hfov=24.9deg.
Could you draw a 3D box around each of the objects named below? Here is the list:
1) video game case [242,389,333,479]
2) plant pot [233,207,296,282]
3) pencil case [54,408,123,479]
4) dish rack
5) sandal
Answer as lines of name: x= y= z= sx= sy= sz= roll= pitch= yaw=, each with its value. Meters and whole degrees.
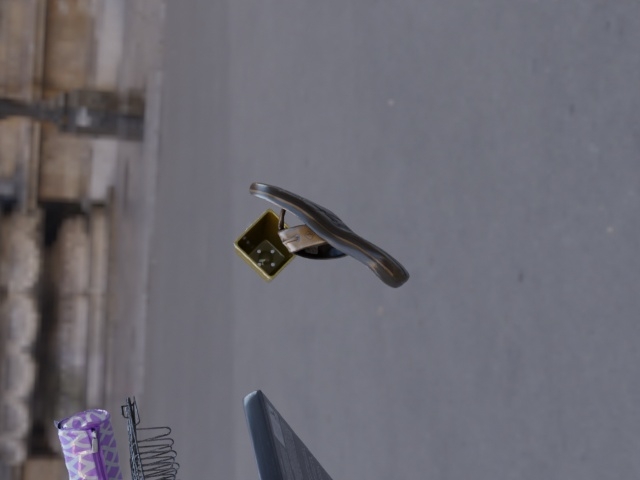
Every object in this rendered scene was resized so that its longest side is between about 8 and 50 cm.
video game case: x=0.014 y=0.292 z=1.387 sx=0.274 sy=0.026 sz=0.196 roll=56 pitch=-170 yaw=-37
plant pot: x=-0.080 y=0.016 z=2.207 sx=0.081 sy=0.081 sz=0.083 roll=-45 pitch=-5 yaw=-17
pencil case: x=-0.332 y=0.353 z=2.169 sx=0.088 sy=0.086 sz=0.206 roll=7 pitch=112 yaw=53
dish rack: x=-0.227 y=0.359 z=2.028 sx=0.271 sy=0.074 sz=0.208 roll=-112 pitch=20 yaw=-47
sandal: x=0.000 y=0.000 z=1.565 sx=0.060 sy=0.219 sz=0.090 roll=-58 pitch=-25 yaw=6
